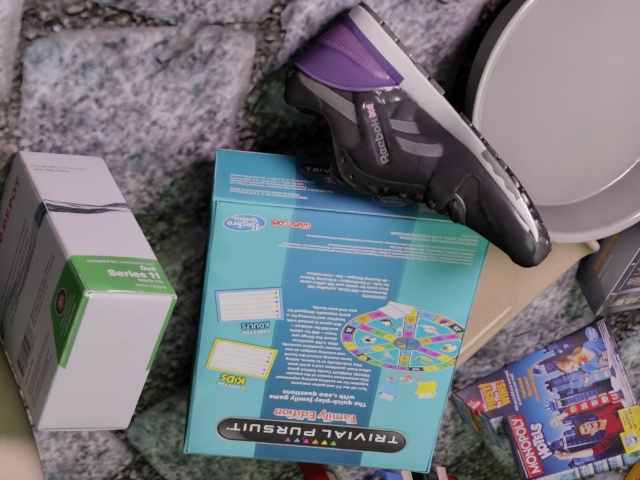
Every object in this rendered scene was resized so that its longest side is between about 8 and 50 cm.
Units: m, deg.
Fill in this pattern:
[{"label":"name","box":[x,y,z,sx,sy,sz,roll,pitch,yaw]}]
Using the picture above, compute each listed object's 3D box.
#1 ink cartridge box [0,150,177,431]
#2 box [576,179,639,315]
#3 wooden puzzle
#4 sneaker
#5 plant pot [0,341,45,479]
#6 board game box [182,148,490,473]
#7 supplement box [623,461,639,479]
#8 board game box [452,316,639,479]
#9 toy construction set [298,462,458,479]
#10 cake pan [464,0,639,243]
[{"label":"ink cartridge box","box":[-0.214,0.040,1.337,0.087,0.208,0.153,3,126,-31]},{"label":"box","box":[0.413,-0.005,1.670,0.231,0.056,0.183,-8,148,-19]},{"label":"wooden puzzle","box":[0.144,0.024,1.614,0.239,0.044,0.221,-40,133,14]},{"label":"sneaker","box":[0.080,-0.066,1.361,0.124,0.283,0.107,-40,162,4]},{"label":"plant pot","box":[-0.363,0.174,1.376,0.257,0.256,0.274,-6,111,-21]},{"label":"board game box","box":[0.008,0.076,1.495,0.254,0.079,0.336,6,130,-6]},{"label":"supplement box","box":[0.483,0.350,1.930,0.129,0.194,0.191,11,121,-32]},{"label":"board game box","box":[0.255,0.197,1.730,0.194,0.194,0.060,-17,132,7]},{"label":"toy construction set","box":[0.080,0.392,1.741,0.257,0.237,0.309,-37,132,6]},{"label":"cake pan","box":[0.259,-0.140,1.485,0.293,0.054,0.293,-12,118,-23]}]
